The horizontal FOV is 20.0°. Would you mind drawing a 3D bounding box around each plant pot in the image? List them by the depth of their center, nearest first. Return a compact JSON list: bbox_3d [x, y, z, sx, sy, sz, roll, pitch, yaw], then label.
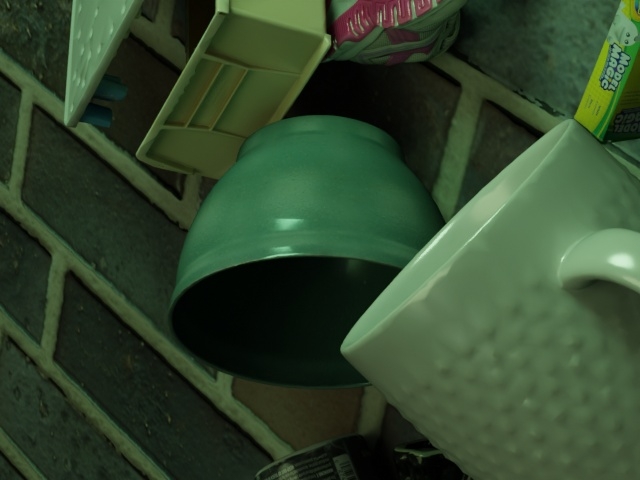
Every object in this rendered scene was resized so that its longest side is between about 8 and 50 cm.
[{"bbox_3d":[0.000,0.000,1.811,0.293,0.293,0.196,-36,44,48],"label":"plant pot"}]

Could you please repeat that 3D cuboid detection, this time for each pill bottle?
[{"bbox_3d":[0.030,0.341,1.945,0.130,0.130,0.246,-36,71,48],"label":"pill bottle"}]

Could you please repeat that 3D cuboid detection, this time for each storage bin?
[{"bbox_3d":[-0.097,-0.238,1.867,0.260,0.123,0.262,128,148,-48],"label":"storage bin"}]

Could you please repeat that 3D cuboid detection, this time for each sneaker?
[{"bbox_3d":[0.091,-0.231,1.739,0.252,0.111,0.103,-16,70,61],"label":"sneaker"}]

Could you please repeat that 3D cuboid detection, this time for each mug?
[{"bbox_3d":[0.240,0.097,1.466,0.328,0.276,0.374,45,159,-2],"label":"mug"}]

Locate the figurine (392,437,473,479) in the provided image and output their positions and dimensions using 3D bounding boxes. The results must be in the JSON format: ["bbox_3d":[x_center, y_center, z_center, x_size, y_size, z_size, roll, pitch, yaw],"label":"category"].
[{"bbox_3d":[0.167,0.312,1.790,0.215,0.092,0.209,4,98,49],"label":"figurine"}]

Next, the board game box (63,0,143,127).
[{"bbox_3d":[-0.179,-0.371,1.920,0.390,0.050,0.390,128,149,-50],"label":"board game box"}]

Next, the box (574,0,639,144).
[{"bbox_3d":[0.282,-0.152,1.534,0.043,0.105,0.179,48,133,36],"label":"box"}]
